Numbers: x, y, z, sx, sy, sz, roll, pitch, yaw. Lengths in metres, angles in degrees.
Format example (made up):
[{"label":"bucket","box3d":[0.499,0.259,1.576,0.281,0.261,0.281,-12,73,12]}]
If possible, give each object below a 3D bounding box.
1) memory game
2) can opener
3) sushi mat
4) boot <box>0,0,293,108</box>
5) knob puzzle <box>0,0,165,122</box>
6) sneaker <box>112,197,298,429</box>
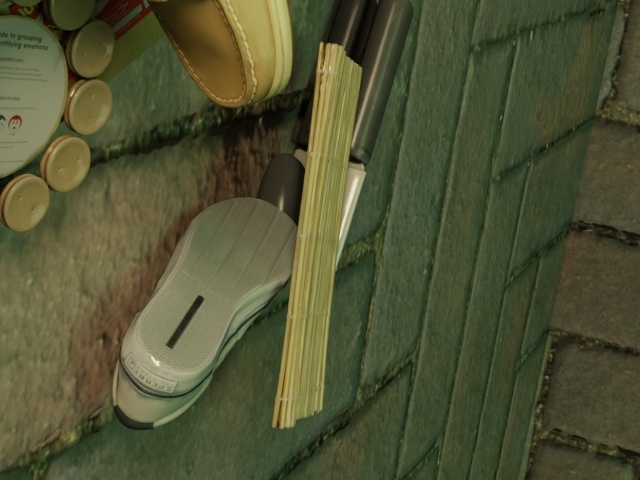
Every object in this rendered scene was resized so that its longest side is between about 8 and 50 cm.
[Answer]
[{"label":"memory game","box3d":[-0.187,-0.082,0.783,0.186,0.012,0.186,-33,135,-41]},{"label":"can opener","box3d":[0.010,-0.104,1.240,0.095,0.076,0.283,34,72,-69]},{"label":"sushi mat","box3d":[0.000,0.000,1.148,0.151,0.019,0.317,-3,100,-80]},{"label":"boot","box3d":[-0.131,-0.145,0.720,0.203,0.095,0.262,-45,127,-33]},{"label":"knob puzzle","box3d":[-0.154,-0.179,0.810,0.213,0.030,0.213,-35,137,-40]},{"label":"sneaker","box3d":[-0.098,0.052,1.085,0.091,0.094,0.258,-54,178,36]}]
